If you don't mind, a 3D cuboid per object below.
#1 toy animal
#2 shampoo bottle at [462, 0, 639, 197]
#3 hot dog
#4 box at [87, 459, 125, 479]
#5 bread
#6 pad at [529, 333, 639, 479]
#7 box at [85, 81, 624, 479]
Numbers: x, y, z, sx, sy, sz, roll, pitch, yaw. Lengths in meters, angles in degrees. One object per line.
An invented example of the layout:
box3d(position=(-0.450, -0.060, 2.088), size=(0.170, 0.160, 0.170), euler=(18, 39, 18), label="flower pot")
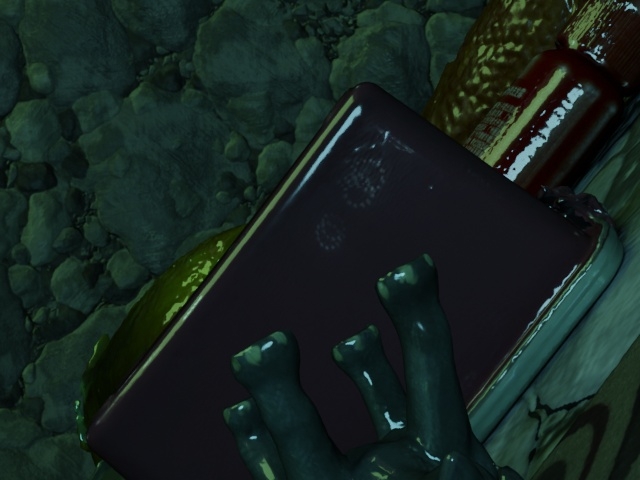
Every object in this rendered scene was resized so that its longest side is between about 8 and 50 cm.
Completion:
box3d(position=(0.030, 0.083, 0.484), size=(0.082, 0.137, 0.269), euler=(-24, -4, -14), label="toy animal")
box3d(position=(0.128, -0.041, 0.988), size=(0.314, 0.076, 0.118), euler=(-52, 1, 0), label="shampoo bottle")
box3d(position=(0.171, -0.147, 1.140), size=(0.272, 0.122, 0.196), euler=(-59, 4, 20), label="hot dog")
box3d(position=(-0.107, 0.227, 0.981), size=(0.178, 0.138, 0.274), euler=(-43, 10, 33), label="box")
box3d(position=(-0.095, 0.127, 1.323), size=(0.251, 0.208, 0.376), euler=(-58, 9, -25), label="bread")
box3d(position=(0.178, -0.007, 0.492), size=(0.330, 0.004, 0.220), euler=(-52, 3, -2), label="pad")
box3d(position=(0.011, 0.054, 0.793), size=(0.294, 0.167, 0.193), euler=(-52, 5, 4), label="box")
